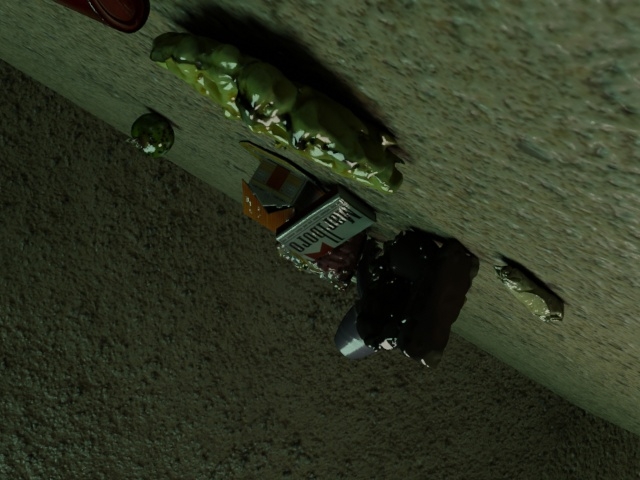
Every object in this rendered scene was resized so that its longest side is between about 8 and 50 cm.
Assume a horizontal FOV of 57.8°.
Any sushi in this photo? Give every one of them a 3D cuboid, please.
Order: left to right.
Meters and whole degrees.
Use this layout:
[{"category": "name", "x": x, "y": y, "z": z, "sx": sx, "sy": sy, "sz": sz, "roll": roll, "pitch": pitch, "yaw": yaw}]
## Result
[{"category": "sushi", "x": 0.000, "y": 0.000, "z": 1.437, "sx": 0.236, "sy": 0.171, "sz": 0.270, "roll": 31, "pitch": 173, "yaw": 2}]

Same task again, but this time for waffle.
[{"category": "waffle", "x": -0.051, "y": -0.156, "z": 0.704, "sx": 0.317, "sy": 0.073, "sz": 0.297, "roll": 25, "pitch": -174, "yaw": -43}]

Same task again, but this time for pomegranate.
[{"category": "pomegranate", "x": -0.469, "y": -0.280, "z": 1.578, "sx": 0.122, "sy": 0.122, "sz": 0.161, "roll": 30, "pitch": -145, "yaw": 9}]

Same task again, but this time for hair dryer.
[{"category": "hair dryer", "x": 0.147, "y": 0.085, "z": 1.380, "sx": 0.121, "sy": 0.301, "sz": 0.361, "roll": 36, "pitch": -158, "yaw": -23}]

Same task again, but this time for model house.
[{"category": "model house", "x": -0.108, "y": -0.098, "z": 1.256, "sx": 0.219, "sy": 0.136, "sz": 0.207, "roll": 28, "pitch": 177, "yaw": 26}]

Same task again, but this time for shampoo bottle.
[{"category": "shampoo bottle", "x": -0.319, "y": -0.319, "z": 0.674, "sx": 0.260, "sy": 0.064, "sz": 0.102, "roll": 28, "pitch": 175, "yaw": 25}]

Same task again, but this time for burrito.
[{"category": "burrito", "x": 0.342, "y": 0.087, "z": 0.950, "sx": 0.188, "sy": 0.045, "sz": 0.058, "roll": 35, "pitch": 167, "yaw": -31}]

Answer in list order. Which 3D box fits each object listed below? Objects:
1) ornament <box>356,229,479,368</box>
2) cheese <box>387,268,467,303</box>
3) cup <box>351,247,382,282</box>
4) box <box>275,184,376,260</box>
[{"category": "ornament", "x": 0.146, "y": 0.092, "z": 1.093, "sx": 0.106, "sy": 0.251, "sz": 0.260, "roll": 33, "pitch": 167, "yaw": -33}, {"category": "cheese", "x": 0.259, "y": 0.125, "z": 1.485, "sx": 0.214, "sy": 0.117, "sz": 0.226, "roll": 37, "pitch": 180, "yaw": 0}, {"category": "cup", "x": 0.119, "y": 0.059, "z": 1.687, "sx": 0.120, "sy": 0.120, "sz": 0.141, "roll": 31, "pitch": -175, "yaw": -1}, {"category": "box", "x": 0.010, "y": -0.030, "z": 1.163, "sx": 0.115, "sy": 0.177, "sz": 0.036, "roll": 32, "pitch": -141, "yaw": -35}]
